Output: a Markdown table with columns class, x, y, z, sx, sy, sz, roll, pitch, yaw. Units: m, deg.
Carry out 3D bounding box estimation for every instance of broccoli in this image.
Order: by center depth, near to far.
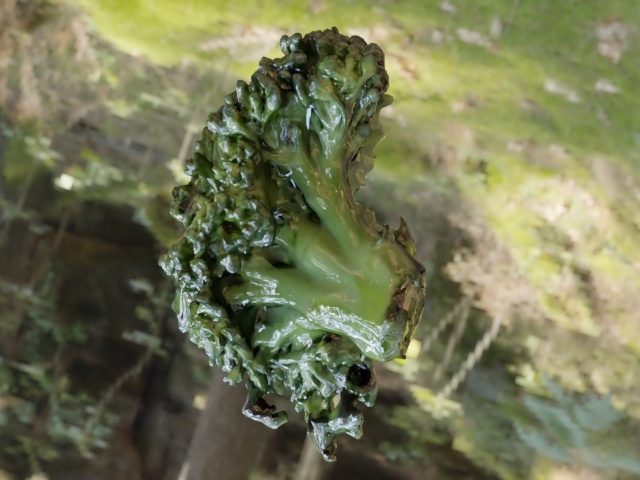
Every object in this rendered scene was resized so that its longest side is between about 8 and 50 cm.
| class | x | y | z | sx | sy | sz | roll | pitch | yaw |
| --- | --- | --- | --- | --- | --- | --- | --- | --- | --- |
| broccoli | 0.000 | 0.000 | 0.414 | 0.092 | 0.097 | 0.095 | 25 | 167 | 39 |
